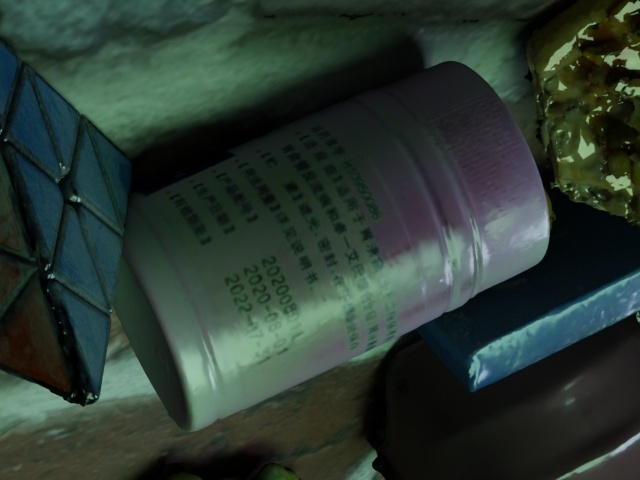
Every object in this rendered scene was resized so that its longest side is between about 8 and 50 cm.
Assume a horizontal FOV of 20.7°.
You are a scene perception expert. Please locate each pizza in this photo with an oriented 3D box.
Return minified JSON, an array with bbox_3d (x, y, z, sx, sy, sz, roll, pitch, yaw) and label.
[{"bbox_3d":[0.222,-0.075,1.187,0.147,0.069,0.226,-13,108,-3],"label":"pizza"}]

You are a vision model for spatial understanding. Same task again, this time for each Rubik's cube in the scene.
[{"bbox_3d":[-0.152,-0.047,0.964,0.178,0.211,0.190,-31,138,-56],"label":"Rubik's cube"}]

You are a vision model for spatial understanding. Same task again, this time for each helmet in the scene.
[{"bbox_3d":[0.198,0.173,1.549,0.271,0.197,0.338,-27,152,-17],"label":"helmet"}]

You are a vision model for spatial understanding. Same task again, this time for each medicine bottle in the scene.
[{"bbox_3d":[0.000,0.000,1.096,0.254,0.152,0.152,-24,152,-16],"label":"medicine bottle"}]

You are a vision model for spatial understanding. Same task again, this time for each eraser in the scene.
[{"bbox_3d":[0.215,0.000,1.328,0.312,0.144,0.043,-25,126,-10],"label":"eraser"}]

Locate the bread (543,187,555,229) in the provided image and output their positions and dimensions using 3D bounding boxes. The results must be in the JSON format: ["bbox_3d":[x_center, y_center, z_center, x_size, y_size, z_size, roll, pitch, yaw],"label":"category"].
[{"bbox_3d":[0.077,-0.006,1.254,0.189,0.077,0.114,-18,130,-24],"label":"bread"}]

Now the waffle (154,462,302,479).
[{"bbox_3d":[-0.144,0.299,1.523,0.317,0.073,0.297,-37,153,9],"label":"waffle"}]

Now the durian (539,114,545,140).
[{"bbox_3d":[0.248,-0.085,1.284,0.148,0.091,0.188,-47,151,23],"label":"durian"}]

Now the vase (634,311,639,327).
[{"bbox_3d":[0.271,0.020,1.396,0.120,0.120,0.183,-42,-169,17],"label":"vase"}]
